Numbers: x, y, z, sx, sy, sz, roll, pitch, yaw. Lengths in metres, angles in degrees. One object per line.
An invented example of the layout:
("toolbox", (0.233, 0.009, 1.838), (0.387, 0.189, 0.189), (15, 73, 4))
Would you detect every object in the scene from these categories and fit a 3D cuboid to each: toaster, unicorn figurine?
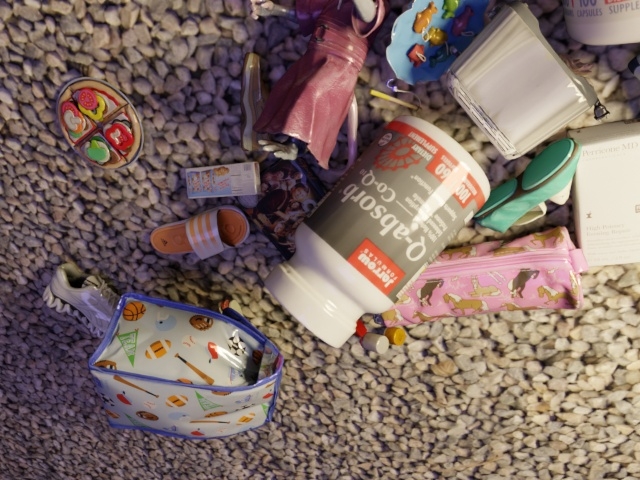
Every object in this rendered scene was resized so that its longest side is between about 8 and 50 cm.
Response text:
("toaster", (0.292, -0.224, 0.768), (0.146, 0.129, 0.227), (-40, 96, 25))
("unicorn figurine", (0.359, -0.228, 0.845), (0.111, 0.060, 0.162), (30, 110, 8))

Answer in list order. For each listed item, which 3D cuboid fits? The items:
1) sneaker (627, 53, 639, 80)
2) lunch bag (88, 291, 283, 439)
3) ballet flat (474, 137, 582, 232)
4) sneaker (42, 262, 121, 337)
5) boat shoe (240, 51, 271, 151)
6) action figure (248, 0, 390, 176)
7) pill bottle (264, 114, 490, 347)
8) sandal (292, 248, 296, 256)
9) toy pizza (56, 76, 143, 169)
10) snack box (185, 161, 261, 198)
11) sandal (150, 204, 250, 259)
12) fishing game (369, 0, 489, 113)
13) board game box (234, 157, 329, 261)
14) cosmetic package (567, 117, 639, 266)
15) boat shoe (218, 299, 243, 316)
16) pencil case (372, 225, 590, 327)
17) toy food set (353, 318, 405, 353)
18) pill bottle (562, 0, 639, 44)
("sneaker", (0.566, -0.197, 0.793), (0.258, 0.094, 0.091), (51, 141, -13))
("lunch bag", (-0.284, 0.309, 1.197), (0.385, 0.239, 0.328), (12, 141, -1))
("ballet flat", (0.367, -0.085, 0.884), (0.087, 0.083, 0.247), (28, 147, -11))
("sneaker", (-0.558, 0.161, 1.313), (0.292, 0.110, 0.118), (28, 115, -2))
("boat shoe", (-0.110, -0.253, 0.961), (0.072, 0.068, 0.190), (5, 132, -1))
("action figure", (0.035, -0.291, 0.816), (0.275, 0.248, 0.370), (20, 102, -38))
("pill bottle", (0.089, -0.011, 0.869), (0.210, 0.210, 0.363), (41, 90, -10))
("sandal", (0.000, 0.000, 1.037), (0.067, 0.040, 0.179), (34, 123, -6))
("toy pizza", (-0.467, -0.238, 1.083), (0.201, 0.032, 0.201), (7, 122, 12))
("snack box", (-0.200, -0.121, 1.052), (0.178, 0.022, 0.064), (0, 99, 29))
("sandal", (-0.277, 0.000, 1.146), (0.265, 0.076, 0.102), (-14, 116, 23))
("fishing game", (0.184, -0.313, 0.777), (0.264, 0.189, 0.041), (-53, 55, 25))
("board game box", (-0.043, -0.047, 1.071), (0.165, 0.042, 0.243), (-30, 109, 29))
("cosmetic package", (0.492, -0.077, 0.877), (0.117, 0.085, 0.231), (-9, 119, 20))
("boat shoe", (-0.208, 0.205, 1.268), (0.043, 0.049, 0.137), (-8, 115, 24))
("pencil case", (0.286, 0.072, 0.977), (0.386, 0.167, 0.160), (-8, 110, 19))
("toy food set", (0.083, 0.157, 1.130), (0.104, 0.111, 0.232), (4, 139, 50))
("pill bottle", (0.382, -0.461, 0.590), (0.229, 0.229, 0.408), (-10, 117, 21))
